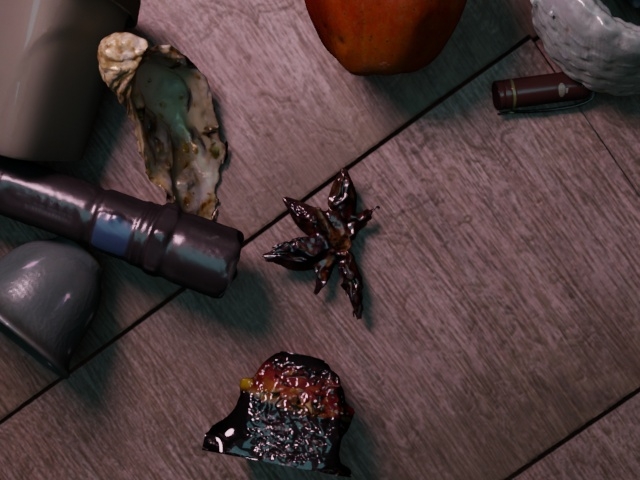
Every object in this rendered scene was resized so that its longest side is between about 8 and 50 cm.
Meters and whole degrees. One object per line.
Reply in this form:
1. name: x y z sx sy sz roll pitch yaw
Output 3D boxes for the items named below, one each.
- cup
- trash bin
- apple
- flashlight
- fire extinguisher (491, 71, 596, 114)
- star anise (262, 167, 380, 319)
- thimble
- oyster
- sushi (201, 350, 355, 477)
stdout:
1. cup: -0.377 0.072 1.185 0.199 0.199 0.150 39 69 -2
2. trash bin: -0.383 -0.245 1.126 0.220 0.219 0.250 22 102 21
3. apple: 0.080 -0.335 1.124 0.234 0.234 0.233 0 94 0
4. flashlight: -0.310 -0.032 1.156 0.424 0.103 0.103 20 94 -3
5. fire extinguisher: 0.324 -0.213 1.214 0.158 0.043 0.064 -7 108 1
6. star anise: 0.000 0.000 1.225 0.157 0.053 0.212 7 96 -1
7. thimble: 0.402 -0.310 1.127 0.250 0.172 0.204 21 78 -2
8. oyster: -0.215 -0.147 1.169 0.094 0.166 0.294 5 117 28
9. sushi: -0.039 0.236 1.198 0.172 0.153 0.150 5 75 21
